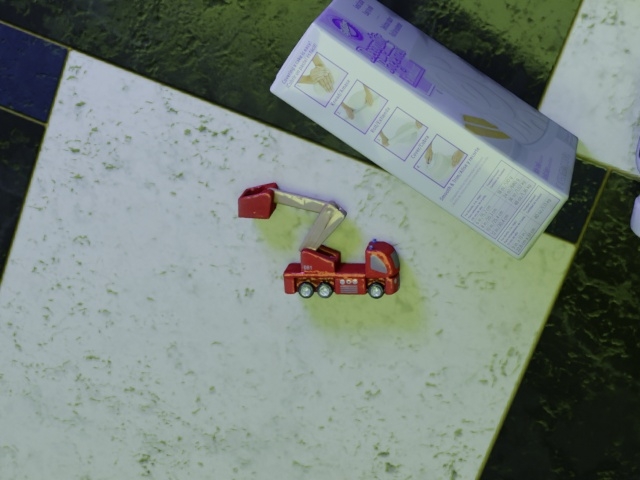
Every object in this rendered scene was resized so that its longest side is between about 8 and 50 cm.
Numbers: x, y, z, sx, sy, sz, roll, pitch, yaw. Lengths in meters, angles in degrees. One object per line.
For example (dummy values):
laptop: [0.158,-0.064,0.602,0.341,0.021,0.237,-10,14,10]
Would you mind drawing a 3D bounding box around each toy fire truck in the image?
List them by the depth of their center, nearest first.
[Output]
toy fire truck: [0.000,0.000,2.109,0.192,0.047,0.135,0,107,10]

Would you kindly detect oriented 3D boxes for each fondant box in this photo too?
fondant box: [0.124,-0.139,1.936,0.330,0.238,0.096,33,112,-2]

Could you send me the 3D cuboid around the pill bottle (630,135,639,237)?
pill bottle: [0.440,-0.129,1.921,0.162,0.162,0.278,13,111,6]
